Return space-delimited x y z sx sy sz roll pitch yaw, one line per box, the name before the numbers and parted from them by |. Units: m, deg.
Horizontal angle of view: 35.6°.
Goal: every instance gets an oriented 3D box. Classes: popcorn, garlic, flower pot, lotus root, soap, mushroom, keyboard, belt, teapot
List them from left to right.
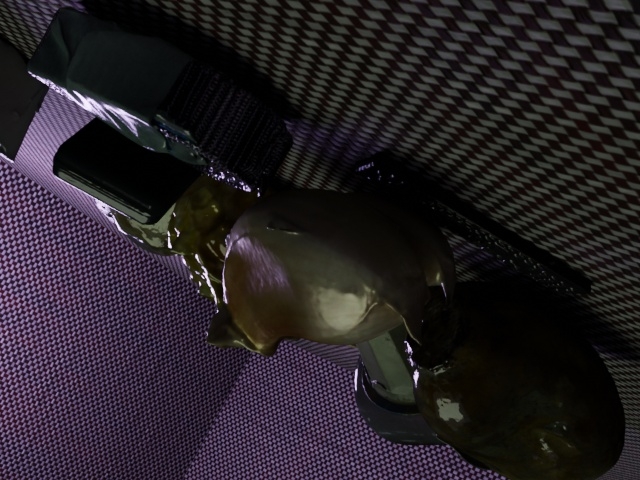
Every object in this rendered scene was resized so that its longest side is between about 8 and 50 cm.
soap | -0.555 -0.261 1.582 0.258 0.159 0.302 35 171 -16
mushroom | -0.305 -0.068 1.849 0.189 0.164 0.267 33 169 -28
belt | -0.192 -0.168 1.179 0.325 0.122 0.260 29 177 17
popcorn | -0.129 0.009 1.589 0.249 0.225 0.249 33 170 7
garlic | 0.020 0.038 1.228 0.286 0.249 0.313 20 150 -35
flower pot | 0.130 0.133 1.587 0.212 0.212 0.202 18 145 47
teapot | 0.250 0.273 1.827 0.344 0.300 0.253 12 116 66
keyboard | 0.180 -0.016 1.191 0.310 0.018 0.101 31 171 -11
lotus root | 0.257 0.189 1.387 0.346 0.250 0.250 36 168 -37

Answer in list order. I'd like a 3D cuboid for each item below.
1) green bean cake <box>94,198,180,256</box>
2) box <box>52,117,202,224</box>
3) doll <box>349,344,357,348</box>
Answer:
green bean cake | -0.364 -0.067 2.158 0.222 0.125 0.227 22 163 32
box | -0.235 -0.118 1.334 0.160 0.230 0.050 29 126 2
doll | 0.068 0.090 1.762 0.208 0.144 0.271 -8 150 39
